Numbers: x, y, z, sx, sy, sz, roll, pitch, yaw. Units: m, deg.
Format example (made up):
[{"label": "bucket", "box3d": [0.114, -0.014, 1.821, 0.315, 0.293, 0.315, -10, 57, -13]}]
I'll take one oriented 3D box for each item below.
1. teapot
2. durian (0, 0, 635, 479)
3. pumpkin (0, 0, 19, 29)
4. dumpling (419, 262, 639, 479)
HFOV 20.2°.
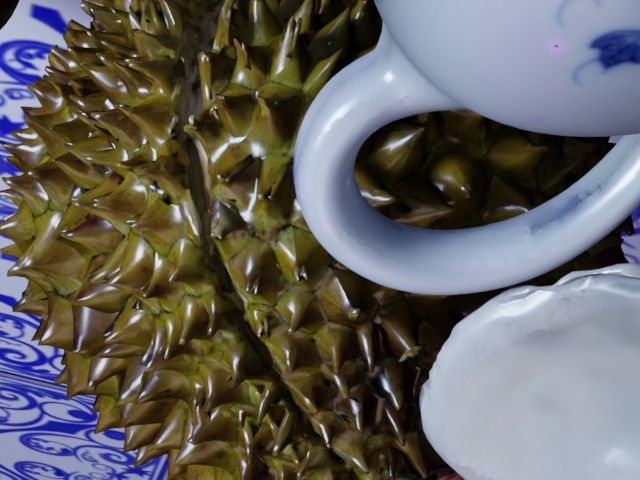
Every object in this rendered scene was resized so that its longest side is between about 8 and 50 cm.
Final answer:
[{"label": "teapot", "box3d": [0.072, -0.165, 0.656, 0.280, 0.252, 0.424, 4, 120, -6]}, {"label": "durian", "box3d": [0.003, 0.002, 0.960, 0.348, 0.347, 0.384, -2, 124, 25]}, {"label": "pumpkin", "box3d": [-0.249, -0.174, 0.908, 0.219, 0.162, 0.219, -10, 142, -8]}, {"label": "dumpling", "box3d": [0.236, 0.097, 0.800, 0.341, 0.181, 0.260, 44, 136, -5]}]
